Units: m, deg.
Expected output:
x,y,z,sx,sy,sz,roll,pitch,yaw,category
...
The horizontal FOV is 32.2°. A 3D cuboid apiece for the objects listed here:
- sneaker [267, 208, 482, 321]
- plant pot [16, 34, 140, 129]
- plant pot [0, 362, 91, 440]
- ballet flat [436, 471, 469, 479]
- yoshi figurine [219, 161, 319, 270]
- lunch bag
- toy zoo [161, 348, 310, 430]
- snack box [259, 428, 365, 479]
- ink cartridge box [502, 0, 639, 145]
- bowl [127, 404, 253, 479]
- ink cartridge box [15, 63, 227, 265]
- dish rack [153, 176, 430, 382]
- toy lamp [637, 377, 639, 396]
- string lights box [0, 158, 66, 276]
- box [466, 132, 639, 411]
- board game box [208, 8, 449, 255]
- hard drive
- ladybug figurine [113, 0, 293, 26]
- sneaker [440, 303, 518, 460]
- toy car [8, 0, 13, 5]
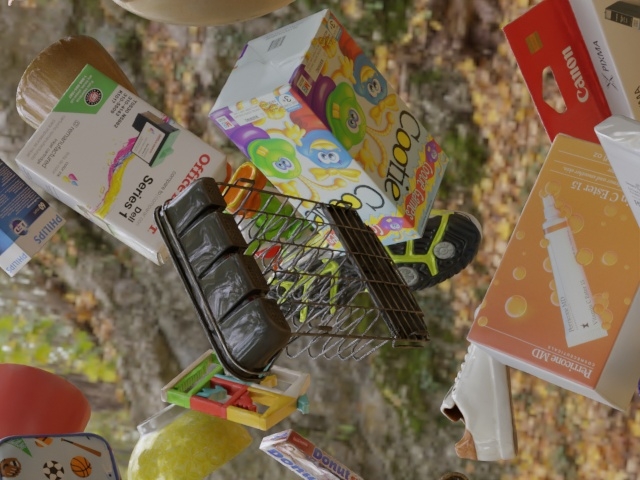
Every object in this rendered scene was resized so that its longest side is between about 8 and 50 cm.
x,y,z,sx,sy,sz,roll,pitch,yaw,category
0.086,0.011,1.841,0.145,0.385,0.147,61,-151,-26,sneaker
-0.476,-0.269,2.360,0.237,0.254,0.237,-38,-26,-23,plant pot
-0.629,0.423,2.245,0.275,0.275,0.243,81,-166,-49,plant pot
0.171,0.466,1.520,0.124,0.116,0.342,102,-179,-48,ballet flat
-0.058,-0.061,2.149,0.362,0.203,0.203,34,-147,-42,yoshi figurine
-0.413,0.459,1.777,0.115,0.243,0.303,-47,51,36,lunch bag
-0.154,0.309,2.285,0.192,0.293,0.030,-39,-46,-54,toy zoo
0.002,0.321,1.546,0.178,0.064,0.022,38,-129,-22,snack box
0.457,-0.287,1.782,0.261,0.066,0.296,-38,-61,-14,ink cartridge box
-0.304,0.435,2.372,0.156,0.289,0.289,60,-165,1,bowl
-0.318,-0.121,1.810,0.201,0.278,0.117,-56,-2,-13,ink cartridge box
-0.015,0.037,1.102,0.271,0.074,0.208,8,-134,-48,dish rack
0.532,0.220,1.619,0.275,0.080,0.080,17,-101,-62,toy lamp
-0.599,-0.074,1.987,0.259,0.077,0.133,46,-145,-11,string lights box
0.403,0.047,1.650,0.168,0.215,0.345,33,-100,-55,box
0.017,-0.128,1.400,0.275,0.144,0.142,46,-131,-30,board game box
0.486,0.016,1.406,0.353,0.047,0.233,58,175,-26,hard drive
-0.147,-0.461,1.610,0.449,0.305,0.162,-48,-18,-44,ladybug figurine
0.259,0.232,1.867,0.106,0.123,0.290,64,-158,-50,sneaker
-0.583,-0.566,2.187,0.210,0.219,0.238,-48,39,30,toy car
